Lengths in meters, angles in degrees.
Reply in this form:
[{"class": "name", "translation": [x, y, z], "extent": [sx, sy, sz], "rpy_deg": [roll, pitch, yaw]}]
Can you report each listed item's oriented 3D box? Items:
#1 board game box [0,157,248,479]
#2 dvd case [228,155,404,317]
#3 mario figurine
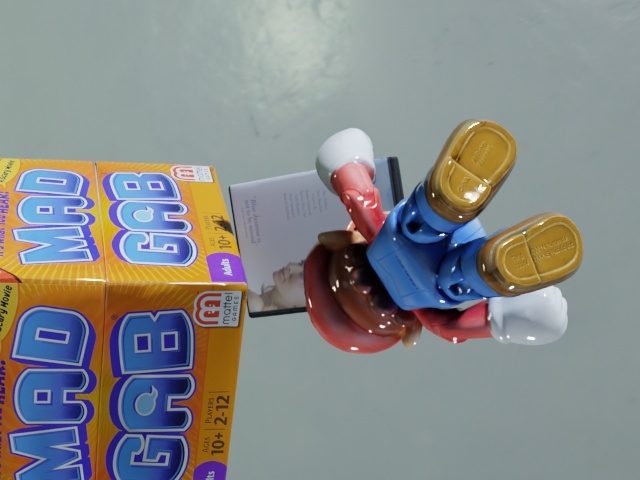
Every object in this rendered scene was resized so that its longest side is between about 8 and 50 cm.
[{"class": "board game box", "translation": [-0.315, 0.121, 1.731], "extent": [0.356, 0.356, 0.356], "rpy_deg": [1, 118, -14]}, {"class": "dvd case", "translation": [0.000, 0.000, 1.592], "extent": [0.253, 0.022, 0.180], "rpy_deg": [-8, 91, 32]}, {"class": "mario figurine", "translation": [0.097, -0.008, 1.017], "extent": [0.320, 0.170, 0.198], "rpy_deg": [151, 119, -66]}]
